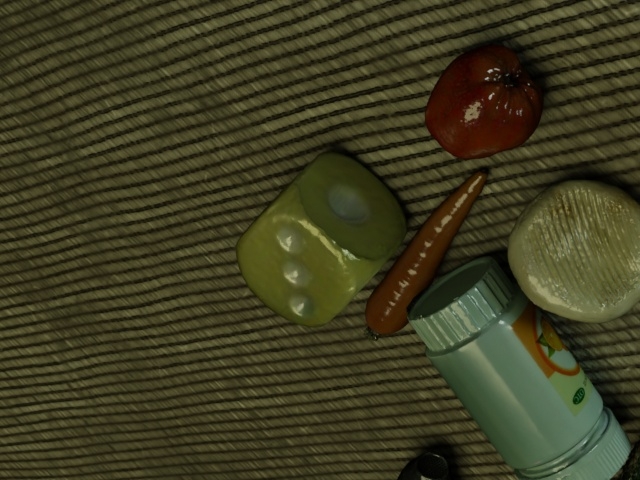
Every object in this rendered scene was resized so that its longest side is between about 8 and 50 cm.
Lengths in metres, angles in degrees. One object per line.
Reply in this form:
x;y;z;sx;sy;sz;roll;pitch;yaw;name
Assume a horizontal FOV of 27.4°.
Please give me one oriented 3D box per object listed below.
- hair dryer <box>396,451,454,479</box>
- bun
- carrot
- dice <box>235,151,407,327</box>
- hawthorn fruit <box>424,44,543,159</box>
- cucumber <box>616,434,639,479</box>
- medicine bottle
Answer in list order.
0.235;0.438;1.977;0.271;0.091;0.235;21;138;13;hair dryer
0.325;0.012;1.614;0.183;0.102;0.183;0;91;10;bun
0.136;0.027;1.767;0.069;0.069;0.336;35;129;6;carrot
0.000;0.000;1.758;0.166;0.169;0.169;43;132;0;dice
0.191;-0.157;1.564;0.133;0.133;0.138;45;140;-2;hawthorn fruit
0.466;0.258;1.699;0.096;0.096;0.359;27;132;14;cucumber
0.259;0.183;1.732;0.158;0.158;0.318;-28;104;40;medicine bottle
